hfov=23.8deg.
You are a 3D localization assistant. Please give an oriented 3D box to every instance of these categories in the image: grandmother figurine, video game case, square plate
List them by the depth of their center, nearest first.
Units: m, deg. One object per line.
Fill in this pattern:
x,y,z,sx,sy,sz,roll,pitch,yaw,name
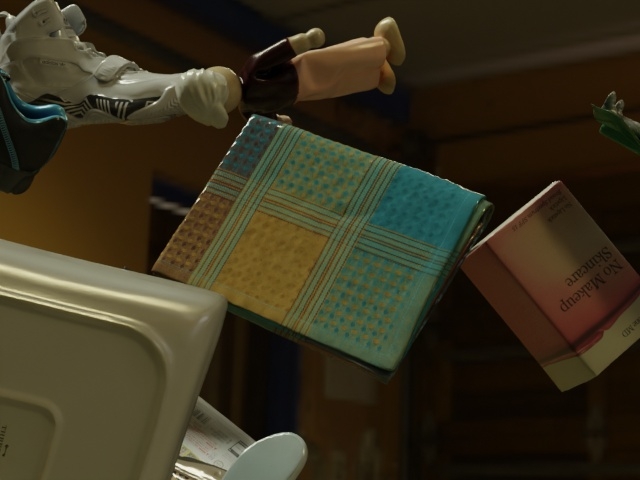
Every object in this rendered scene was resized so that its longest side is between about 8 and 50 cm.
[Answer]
-0.281,0.173,1.277,0.344,0.347,0.049,15,5,-19,square plate
-0.051,-0.233,2.224,0.342,0.104,0.208,-13,-44,-26,grandmother figurine
-0.209,0.340,2.299,0.227,0.206,0.026,33,-34,39,video game case

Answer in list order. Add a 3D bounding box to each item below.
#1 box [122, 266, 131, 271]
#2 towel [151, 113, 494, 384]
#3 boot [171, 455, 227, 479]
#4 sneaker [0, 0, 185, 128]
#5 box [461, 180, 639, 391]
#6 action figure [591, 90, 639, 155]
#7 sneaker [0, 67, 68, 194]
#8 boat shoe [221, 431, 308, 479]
-0.308,0.169,2.426,0.153,0.207,0.108,35,-55,-13,box
0.000,0.000,1.898,0.370,0.271,0.040,21,-22,29,towel
-0.281,0.367,1.844,0.377,0.138,0.284,12,33,32,boot
-0.368,-0.286,2.437,0.365,0.210,0.137,-4,1,15,sneaker
0.323,0.062,2.041,0.148,0.232,0.127,-38,-4,-19,box
0.459,-0.106,1.950,0.232,0.063,0.137,39,10,22,action figure
-0.500,-0.206,2.055,0.341,0.125,0.139,34,-72,-32,sneaker
-0.076,0.289,1.637,0.065,0.183,0.083,39,-10,35,boat shoe
